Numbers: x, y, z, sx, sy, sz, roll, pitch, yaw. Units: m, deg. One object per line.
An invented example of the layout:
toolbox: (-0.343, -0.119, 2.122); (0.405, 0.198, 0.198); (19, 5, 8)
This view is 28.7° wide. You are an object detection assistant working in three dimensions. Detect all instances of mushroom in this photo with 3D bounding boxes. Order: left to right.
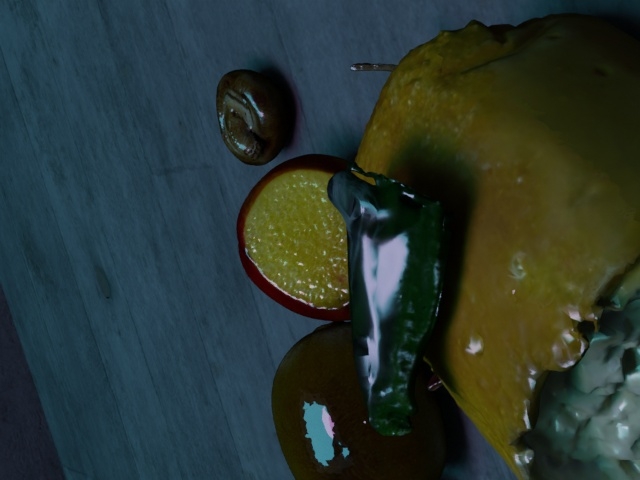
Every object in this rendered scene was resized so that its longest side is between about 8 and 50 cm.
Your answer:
mushroom: (-0.091, -0.154, 1.554); (0.127, 0.087, 0.127); (32, 133, 41)

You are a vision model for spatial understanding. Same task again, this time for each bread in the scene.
bread: (0.178, 0.017, 1.023); (0.394, 0.250, 0.361); (47, 135, 36)

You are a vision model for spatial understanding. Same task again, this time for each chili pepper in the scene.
chili pepper: (0.054, 0.045, 0.951); (0.108, 0.062, 0.216); (12, 111, 57)

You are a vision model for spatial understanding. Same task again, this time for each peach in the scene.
peach: (0.000, 0.000, 1.403); (0.192, 0.190, 0.190); (-123, 22, -67)

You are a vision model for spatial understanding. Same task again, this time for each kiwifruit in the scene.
kiwifruit: (0.043, 0.207, 1.465); (0.196, 0.196, 0.234); (-10, 95, 60)

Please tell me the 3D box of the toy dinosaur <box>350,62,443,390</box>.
toy dinosaur: (0.122, -0.014, 1.269); (0.206, 0.113, 0.327); (41, 141, 34)
